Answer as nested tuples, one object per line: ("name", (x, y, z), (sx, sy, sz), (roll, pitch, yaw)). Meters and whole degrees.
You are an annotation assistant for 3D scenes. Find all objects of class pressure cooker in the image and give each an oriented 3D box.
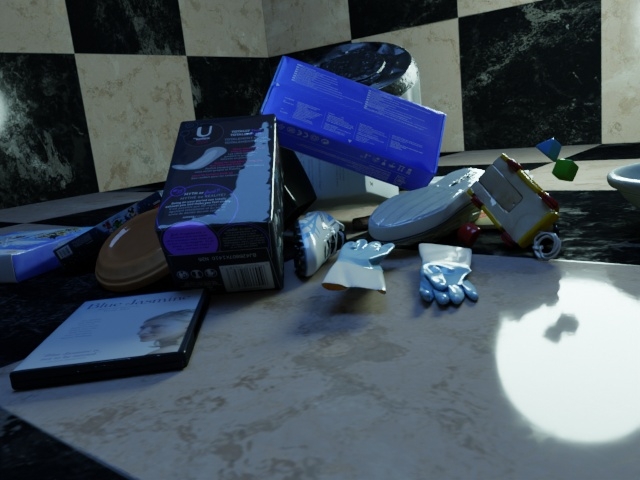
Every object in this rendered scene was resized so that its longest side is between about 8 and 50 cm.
("pressure cooker", (0.125, -0.317, 1.688), (0.375, 0.421, 0.369), (-39, 47, -27))

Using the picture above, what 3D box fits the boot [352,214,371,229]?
("boot", (0.111, -0.049, 1.280), (0.114, 0.037, 0.106), (-15, 12, -20))

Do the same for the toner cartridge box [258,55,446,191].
("toner cartridge box", (0.063, -0.225, 1.134), (0.347, 0.165, 0.075), (19, -32, -4))

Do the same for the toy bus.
("toy bus", (0.341, -0.049, 0.963), (0.104, 0.202, 0.190), (24, -17, -38))

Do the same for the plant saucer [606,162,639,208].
("plant saucer", (0.682, -0.072, 0.928), (0.400, 0.101, 0.400), (-6, 11, 1))

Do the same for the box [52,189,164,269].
("box", (-0.396, -0.028, 1.164), (0.233, 0.044, 0.159), (-29, 6, 2))

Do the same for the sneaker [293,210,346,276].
("sneaker", (0.000, 0.000, 0.981), (0.086, 0.085, 0.237), (3, 16, 5))

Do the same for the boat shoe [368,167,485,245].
("boat shoe", (0.210, -0.045, 1.049), (0.302, 0.094, 0.109), (-24, 31, -32))

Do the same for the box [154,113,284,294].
("box", (-0.143, -0.062, 0.907), (0.165, 0.143, 0.270), (-4, 45, 2))

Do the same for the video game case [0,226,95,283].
("video game case", (-0.641, 0.027, 1.226), (0.244, 0.061, 0.269), (-2, 12, 17))

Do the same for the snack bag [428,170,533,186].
("snack bag", (0.414, -0.155, 1.623), (0.322, 0.037, 0.342), (0, 13, 25))

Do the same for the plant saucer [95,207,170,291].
("plant saucer", (-0.300, 0.005, 0.995), (0.199, 0.037, 0.200), (-15, 37, 12))

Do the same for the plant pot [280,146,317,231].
("plant pot", (-0.121, -0.095, 1.193), (0.188, 0.167, 0.187), (-43, -4, 23))

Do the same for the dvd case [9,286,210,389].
("dvd case", (-0.238, 0.110, 0.716), (0.180, 0.022, 0.253), (-7, 11, -4))

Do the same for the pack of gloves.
("pack of gloves", (0.116, 0.052, 0.813), (0.194, 0.046, 0.232), (8, 17, 9))

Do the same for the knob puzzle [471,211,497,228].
("knob puzzle", (0.353, -0.051, 1.159), (0.213, 0.030, 0.213), (-12, 19, 4))

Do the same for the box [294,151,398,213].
("box", (-0.009, -0.182, 1.357), (0.345, 0.215, 0.168), (-5, -8, 32))
